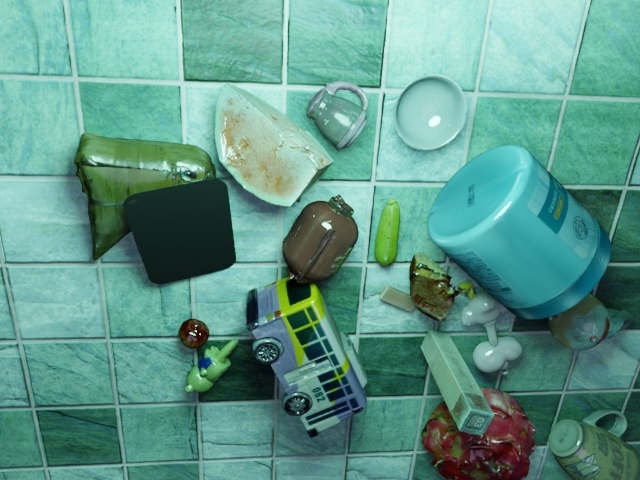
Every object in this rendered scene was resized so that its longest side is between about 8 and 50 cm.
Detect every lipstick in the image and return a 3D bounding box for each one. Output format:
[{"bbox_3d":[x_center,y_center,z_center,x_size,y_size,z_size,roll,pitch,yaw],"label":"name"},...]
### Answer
[{"bbox_3d":[0.383,0.395,1.607,0.076,0.371,0.080,15,113,-14],"label":"lipstick"}]

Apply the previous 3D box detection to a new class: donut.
[{"bbox_3d":[0.310,0.127,1.612,0.186,0.126,0.144,30,115,-15],"label":"donut"}]

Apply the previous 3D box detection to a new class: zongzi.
[{"bbox_3d":[-0.437,-0.082,1.414,0.322,0.160,0.361,5,124,-11],"label":"zongzi"}]

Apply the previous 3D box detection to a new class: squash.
[{"bbox_3d":[0.190,-0.020,1.559,0.066,0.066,0.201,1,115,-7],"label":"squash"}]

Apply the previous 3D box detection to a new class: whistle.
[{"bbox_3d":[0.849,0.257,1.722,0.347,0.189,0.189,9,114,-23],"label":"whistle"},{"bbox_3d":[-0.326,0.376,1.670,0.085,0.105,0.227,44,104,9],"label":"whistle"}]

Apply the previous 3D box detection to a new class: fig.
[{"bbox_3d":[-0.376,0.288,1.638,0.088,0.089,0.125,11,136,-12],"label":"fig"}]

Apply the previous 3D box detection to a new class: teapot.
[{"bbox_3d":[0.044,-0.319,1.378,0.146,0.116,0.148,35,111,-10],"label":"teapot"}]

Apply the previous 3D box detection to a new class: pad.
[{"bbox_3d":[-0.321,-0.039,1.445,0.314,0.063,0.375,-11,144,-13],"label":"pad"}]

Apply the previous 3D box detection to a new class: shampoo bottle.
[{"bbox_3d":[0.504,-0.023,1.451,0.342,0.331,0.331,38,106,-19],"label":"shampoo bottle"}]

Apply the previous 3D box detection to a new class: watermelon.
[{"bbox_3d":[-0.127,-0.240,1.344,0.305,0.180,0.224,42,65,2],"label":"watermelon"}]

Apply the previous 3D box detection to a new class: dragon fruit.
[{"bbox_3d":[0.545,0.697,1.854,0.370,0.249,0.386,-29,113,12],"label":"dragon fruit"}]

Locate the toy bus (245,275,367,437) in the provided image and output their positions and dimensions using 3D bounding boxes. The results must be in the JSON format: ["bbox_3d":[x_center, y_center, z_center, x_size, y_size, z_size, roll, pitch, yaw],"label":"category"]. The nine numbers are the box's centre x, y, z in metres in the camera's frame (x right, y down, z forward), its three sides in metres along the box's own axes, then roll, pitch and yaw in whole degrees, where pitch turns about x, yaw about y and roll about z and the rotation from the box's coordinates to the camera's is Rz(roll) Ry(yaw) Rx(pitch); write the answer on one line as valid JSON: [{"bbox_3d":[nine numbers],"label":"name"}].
[{"bbox_3d":[-0.030,0.328,1.620,0.249,0.209,0.440,-23,114,2],"label":"toy bus"}]

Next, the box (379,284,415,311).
[{"bbox_3d":[0.236,0.175,1.679,0.115,0.025,0.048,23,115,-16],"label":"box"}]

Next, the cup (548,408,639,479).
[{"bbox_3d":[0.951,0.707,1.931,0.257,0.227,0.301,38,77,-17],"label":"cup"}]

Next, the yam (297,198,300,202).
[{"bbox_3d":[-0.111,-0.151,1.457,0.141,0.079,0.079,14,113,-10],"label":"yam"}]

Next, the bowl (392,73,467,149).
[{"bbox_3d":[0.268,-0.330,1.411,0.188,0.086,0.189,-2,116,-4],"label":"bowl"}]

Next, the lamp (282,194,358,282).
[{"bbox_3d":[0.000,0.000,1.483,0.180,0.180,0.258,26,111,-17],"label":"lamp"}]

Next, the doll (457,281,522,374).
[{"bbox_3d":[0.529,0.279,1.727,0.160,0.094,0.365,-22,115,1],"label":"doll"}]
